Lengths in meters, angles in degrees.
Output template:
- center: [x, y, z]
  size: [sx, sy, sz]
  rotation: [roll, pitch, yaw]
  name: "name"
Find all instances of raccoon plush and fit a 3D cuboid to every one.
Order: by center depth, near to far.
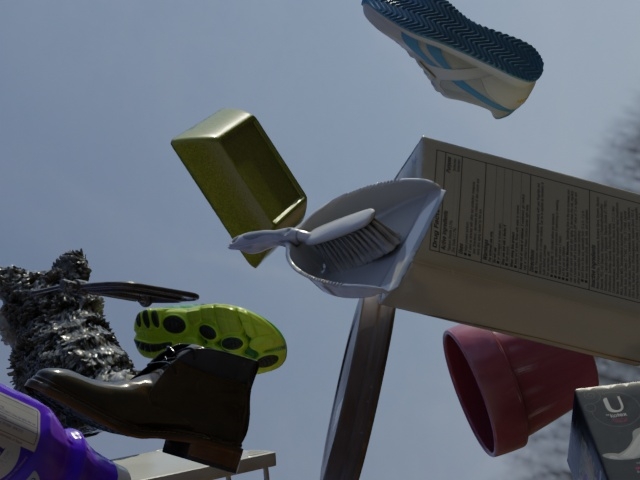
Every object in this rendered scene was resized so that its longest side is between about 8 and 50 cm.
- center: [-0.350, 0.135, 2.122]
  size: [0.216, 0.446, 0.299]
  rotation: [-7, -100, -36]
  name: "raccoon plush"

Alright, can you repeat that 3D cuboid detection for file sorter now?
- center: [-0.212, 0.358, 1.729]
  size: [0.278, 0.193, 0.173]
  rotation: [-3, -93, -46]
  name: "file sorter"

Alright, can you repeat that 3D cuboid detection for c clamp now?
- center: [-0.225, 0.057, 1.619]
  size: [0.161, 0.137, 0.022]
  rotation: [12, -105, -44]
  name: "c clamp"

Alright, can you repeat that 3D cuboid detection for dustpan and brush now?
- center: [0.000, 0.000, 1.329]
  size: [0.060, 0.211, 0.147]
  rotation: [51, -133, -24]
  name: "dustpan and brush"

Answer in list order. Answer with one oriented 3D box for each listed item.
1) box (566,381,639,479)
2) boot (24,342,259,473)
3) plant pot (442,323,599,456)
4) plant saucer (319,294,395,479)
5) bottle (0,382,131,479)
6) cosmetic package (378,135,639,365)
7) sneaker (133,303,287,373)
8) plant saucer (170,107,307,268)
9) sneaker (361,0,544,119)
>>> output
- center: [0.434, 0.323, 1.831]
  size: [0.270, 0.165, 0.143]
  rotation: [-100, 6, -52]
  name: "box"
- center: [-0.150, 0.124, 1.240]
  size: [0.219, 0.082, 0.106]
  rotation: [27, -104, -35]
  name: "boot"
- center: [0.297, 0.193, 2.061]
  size: [0.201, 0.180, 0.201]
  rotation: [161, 90, -82]
  name: "plant pot"
- center: [0.042, 0.177, 1.662]
  size: [0.278, 0.041, 0.278]
  rotation: [-167, 90, -89]
  name: "plant saucer"
- center: [-0.308, 0.197, 1.343]
  size: [0.283, 0.118, 0.092]
  rotation: [33, -149, -35]
  name: "bottle"
- center: [0.229, 0.015, 1.523]
  size: [0.113, 0.309, 0.160]
  rotation: [121, 160, -57]
  name: "cosmetic package"
- center: [-0.160, 0.140, 2.201]
  size: [0.123, 0.295, 0.109]
  rotation: [-11, -77, -50]
  name: "sneaker"
- center: [-0.088, -0.080, 1.794]
  size: [0.188, 0.045, 0.188]
  rotation: [57, -155, -6]
  name: "plant saucer"
- center: [0.145, -0.223, 1.678]
  size: [0.087, 0.229, 0.092]
  rotation: [-55, -6, -39]
  name: "sneaker"
